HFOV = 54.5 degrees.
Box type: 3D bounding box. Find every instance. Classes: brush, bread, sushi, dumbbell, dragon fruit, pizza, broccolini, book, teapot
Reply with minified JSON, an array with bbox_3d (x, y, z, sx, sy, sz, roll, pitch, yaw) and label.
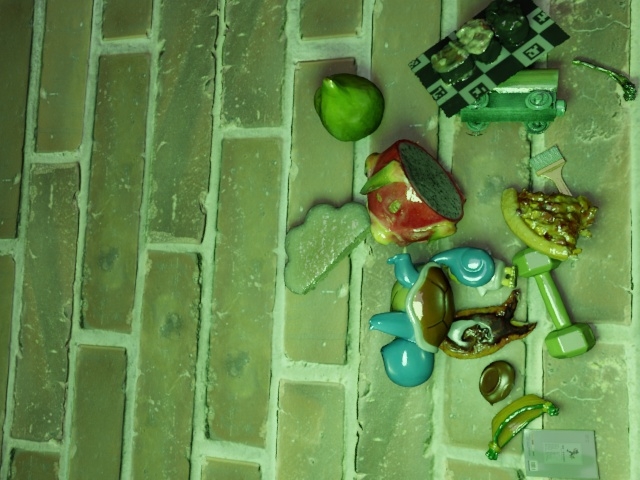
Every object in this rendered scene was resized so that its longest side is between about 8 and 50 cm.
[{"bbox_3d":[0.653,-0.153,1.695,0.083,0.011,0.205,-28,78,14],"label":"brush"},{"bbox_3d":[0.003,0.002,1.846,0.337,0.102,0.183,-44,70,12],"label":"bread"},{"bbox_3d":[0.426,-0.548,1.689,0.373,0.100,0.296,-33,49,13],"label":"sushi"},{"bbox_3d":[0.444,0.241,1.693,0.269,0.095,0.139,-21,81,1],"label":"bread"},{"bbox_3d":[0.610,0.157,1.630,0.108,0.121,0.301,-30,76,43],"label":"dumbbell"},{"bbox_3d":[0.226,-0.103,1.691,0.226,0.305,0.305,-37,74,34],"label":"dragon fruit"},{"bbox_3d":[0.609,-0.068,1.621,0.229,0.081,0.289,-20,42,-7],"label":"pizza"},{"bbox_3d":[0.771,-0.442,1.675,0.052,0.054,0.194,-41,65,-21],"label":"broccolini"},{"bbox_3d":[0.630,0.561,1.637,0.182,0.014,0.127,-4,84,18],"label":"book"},{"bbox_3d":[0.479,0.386,1.675,0.129,0.078,0.098,-64,31,13],"label":"teapot"}]

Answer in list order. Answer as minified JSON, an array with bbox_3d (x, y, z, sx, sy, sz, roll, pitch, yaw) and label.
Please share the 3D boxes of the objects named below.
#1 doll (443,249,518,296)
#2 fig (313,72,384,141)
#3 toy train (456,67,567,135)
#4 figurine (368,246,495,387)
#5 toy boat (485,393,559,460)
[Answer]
[{"bbox_3d":[0.433,0.086,1.694,0.207,0.081,0.129,7,86,32],"label":"doll"},{"bbox_3d":[0.066,-0.392,1.765,0.206,0.275,0.205,-1,85,16],"label":"fig"},{"bbox_3d":[0.517,-0.391,1.719,0.308,0.126,0.189,4,56,19],"label":"toy train"},{"bbox_3d":[0.264,0.170,1.645,0.243,0.298,0.416,32,91,18],"label":"figurine"},{"bbox_3d":[0.518,0.484,1.634,0.229,0.089,0.088,-43,37,16],"label":"toy boat"}]
